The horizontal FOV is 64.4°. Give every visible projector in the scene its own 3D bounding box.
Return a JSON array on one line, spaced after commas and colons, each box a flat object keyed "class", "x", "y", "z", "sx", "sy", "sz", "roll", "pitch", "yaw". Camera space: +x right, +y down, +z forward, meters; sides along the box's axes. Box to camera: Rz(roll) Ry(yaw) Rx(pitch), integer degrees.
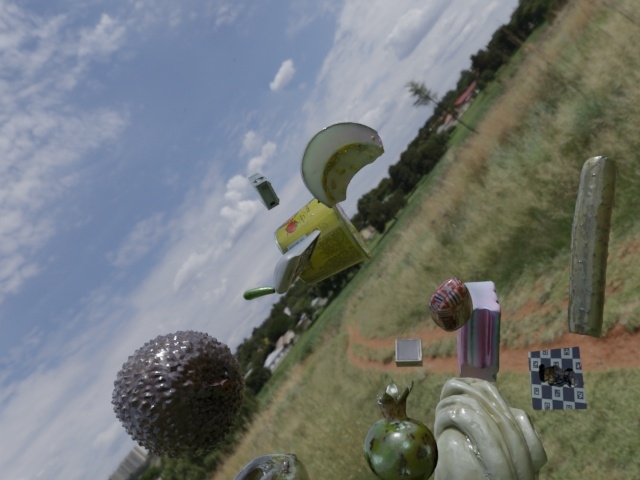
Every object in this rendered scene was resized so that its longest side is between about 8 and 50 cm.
[{"class": "projector", "x": -0.213, "y": -0.190, "z": 1.919, "sx": 0.061, "sy": 0.115, "sz": 0.147, "roll": -32, "pitch": 26, "yaw": -7}]

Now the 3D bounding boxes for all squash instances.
[{"class": "squash", "x": -0.153, "y": 0.130, "z": 1.268, "sx": 0.089, "sy": 0.027, "sz": 0.027, "roll": -16, "pitch": 3, "yaw": 12}]

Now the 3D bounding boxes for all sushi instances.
[{"class": "sushi", "x": 0.780, "y": 0.451, "z": 1.647, "sx": 0.215, "sy": 0.050, "sz": 0.192, "roll": 145, "pitch": 131, "yaw": -61}]

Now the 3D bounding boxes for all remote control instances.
[{"class": "remote control", "x": -0.065, "y": 0.047, "z": 1.370, "sx": 0.313, "sy": 0.055, "sz": 0.109, "roll": -49, "pitch": -19, "yaw": -73}]

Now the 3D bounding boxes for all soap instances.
[{"class": "soap", "x": 0.446, "y": 0.273, "z": 1.449, "sx": 0.193, "sy": 0.109, "sz": 0.324, "roll": -71, "pitch": -25, "yaw": -59}]

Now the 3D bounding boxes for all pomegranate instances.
[{"class": "pomegranate", "x": 0.168, "y": 0.392, "z": 1.024, "sx": 0.156, "sy": 0.156, "sz": 0.220, "roll": 101, "pitch": -178, "yaw": -81}]

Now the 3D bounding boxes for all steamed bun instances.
[{"class": "steamed bun", "x": 0.396, "y": 0.509, "z": 1.188, "sx": 0.352, "sy": 0.247, "sz": 0.339, "roll": 65, "pitch": -147, "yaw": -52}]

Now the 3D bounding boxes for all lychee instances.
[{"class": "lychee", "x": -0.319, "y": 0.352, "z": 1.160, "sx": 0.300, "sy": 0.300, "sz": 0.300, "roll": -51, "pitch": -4, "yaw": -5}]

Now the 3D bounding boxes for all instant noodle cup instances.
[{"class": "instant noodle cup", "x": 0.000, "y": 0.000, "z": 1.877, "sx": 0.254, "sy": 0.325, "sz": 0.325, "roll": -34, "pitch": -2, "yaw": 8}]

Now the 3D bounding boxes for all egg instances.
[{"class": "egg", "x": 0.041, "y": -0.249, "z": 1.558, "sx": 0.271, "sy": 0.206, "sz": 0.162, "roll": -56, "pitch": 13, "yaw": 6}]

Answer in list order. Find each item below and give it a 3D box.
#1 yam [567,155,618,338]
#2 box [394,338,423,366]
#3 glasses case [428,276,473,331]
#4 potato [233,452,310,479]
[{"class": "yam", "x": 0.558, "y": 0.011, "z": 1.047, "sx": 0.083, "sy": 0.083, "sz": 0.371, "roll": 105, "pitch": 176, "yaw": -80}, {"class": "box", "x": 0.261, "y": 0.333, "z": 1.509, "sx": 0.035, "sy": 0.083, "sz": 0.079, "roll": 73, "pitch": -162, "yaw": -44}, {"class": "glasses case", "x": 0.231, "y": 0.121, "z": 0.883, "sx": 0.073, "sy": 0.049, "sz": 0.194, "roll": -45, "pitch": -28, "yaw": -1}, {"class": "potato", "x": -0.132, "y": 0.685, "z": 1.228, "sx": 0.243, "sy": 0.221, "sz": 0.326, "roll": -10, "pitch": -72, "yaw": -33}]
